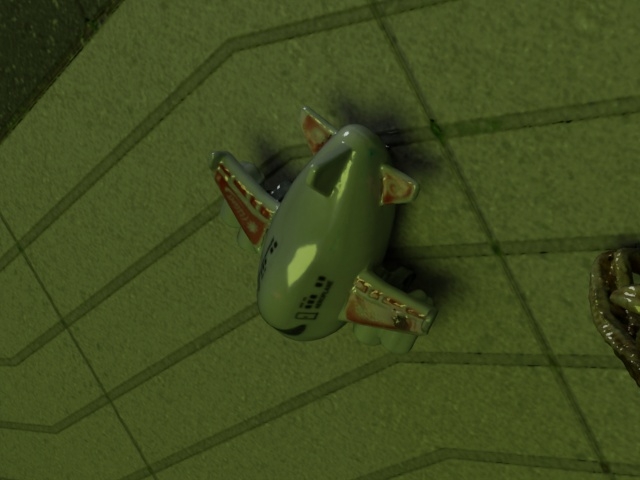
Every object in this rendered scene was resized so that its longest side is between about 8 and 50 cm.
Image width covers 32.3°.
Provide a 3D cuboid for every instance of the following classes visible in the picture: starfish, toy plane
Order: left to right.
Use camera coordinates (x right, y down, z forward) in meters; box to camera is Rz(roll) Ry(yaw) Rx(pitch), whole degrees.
[{"bbox_3d":[0.002,-0.002,0.968,0.252,0.118,0.252,24,132,30],"label":"toy plane"},{"bbox_3d":[0.277,0.114,0.732,0.094,0.375,0.327,-47,51,5],"label":"starfish"}]
